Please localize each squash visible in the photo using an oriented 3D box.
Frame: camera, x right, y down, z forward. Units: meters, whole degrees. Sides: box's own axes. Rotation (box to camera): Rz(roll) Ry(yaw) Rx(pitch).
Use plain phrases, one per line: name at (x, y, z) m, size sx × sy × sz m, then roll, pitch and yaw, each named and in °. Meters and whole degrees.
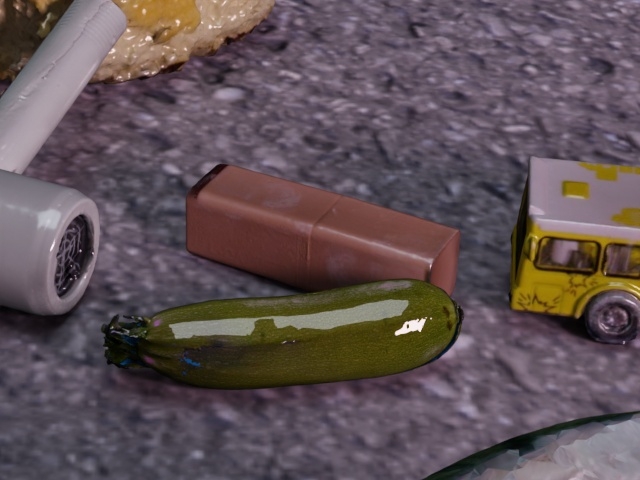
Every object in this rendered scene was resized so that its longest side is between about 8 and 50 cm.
squash at (-0.017, 0.047, 0.909) m, size 0.183 × 0.052 × 0.052 m, roll -3°, pitch 33°, yaw -11°

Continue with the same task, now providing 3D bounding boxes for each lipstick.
lipstick at (0.000, 0.000, 0.987) m, size 0.145 × 0.045 × 0.045 m, roll 16°, pitch 33°, yaw 21°

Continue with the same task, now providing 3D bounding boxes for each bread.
bread at (-0.138, -0.185, 1.196) m, size 0.245 × 0.121 × 0.174 m, roll -24°, pitch 43°, yaw -32°

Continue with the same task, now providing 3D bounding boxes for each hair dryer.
hair dryer at (-0.157, -0.059, 1.018) m, size 0.131 × 0.073 × 0.236 m, roll 14°, pitch 44°, yaw 15°

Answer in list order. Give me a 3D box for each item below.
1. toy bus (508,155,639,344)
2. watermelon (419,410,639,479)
toy bus at (0.213, 0.012, 0.958) m, size 0.226 × 0.074 × 0.081 m, roll 7°, pitch 34°, yaw 5°
watermelon at (0.056, 0.184, 0.614) m, size 0.262 × 0.213 × 0.201 m, roll -18°, pitch 54°, yaw -19°
